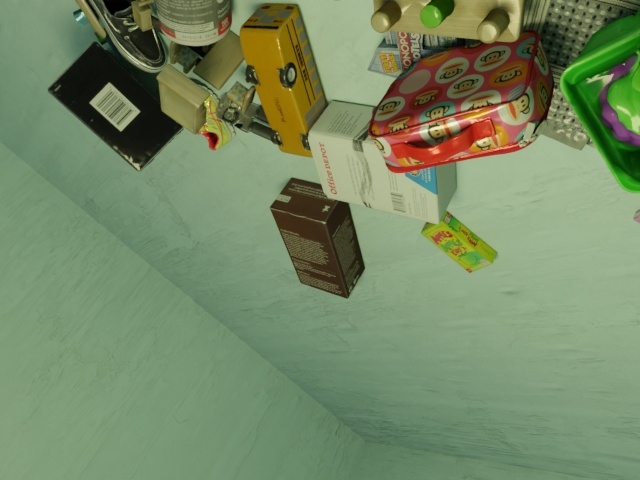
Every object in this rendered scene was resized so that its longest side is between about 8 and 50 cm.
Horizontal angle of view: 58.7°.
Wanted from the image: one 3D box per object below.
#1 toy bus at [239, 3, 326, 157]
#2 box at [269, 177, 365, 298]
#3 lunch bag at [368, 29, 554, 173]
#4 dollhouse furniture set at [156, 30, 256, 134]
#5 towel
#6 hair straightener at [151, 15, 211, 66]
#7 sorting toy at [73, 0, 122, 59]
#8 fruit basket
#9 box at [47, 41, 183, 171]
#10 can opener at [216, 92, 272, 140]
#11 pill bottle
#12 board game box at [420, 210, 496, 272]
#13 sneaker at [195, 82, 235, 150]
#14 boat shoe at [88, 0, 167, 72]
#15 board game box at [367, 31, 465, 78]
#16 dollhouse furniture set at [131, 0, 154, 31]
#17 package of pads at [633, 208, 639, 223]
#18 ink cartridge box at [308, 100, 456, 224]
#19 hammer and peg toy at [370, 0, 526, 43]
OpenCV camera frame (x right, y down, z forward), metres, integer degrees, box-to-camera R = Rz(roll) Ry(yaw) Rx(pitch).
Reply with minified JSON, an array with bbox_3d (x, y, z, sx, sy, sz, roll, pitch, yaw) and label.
[{"bbox_3d":[-0.073,-0.350,1.300,0.108,0.130,0.333,13,145,28],"label":"toy bus"},{"bbox_3d":[0.000,0.000,1.750,0.191,0.143,0.381,17,149,26],"label":"box"},{"bbox_3d":[0.232,-0.223,0.967,0.293,0.258,0.120,-7,132,36],"label":"lunch bag"},{"bbox_3d":[-0.250,-0.386,1.293,0.212,0.242,0.161,35,163,-4],"label":"dollhouse furniture set"},{"bbox_3d":[0.425,-0.300,0.984,0.312,0.056,0.324,24,150,15],"label":"towel"},{"bbox_3d":[-0.332,-0.471,1.406,0.230,0.089,0.047,40,156,-16],"label":"hair straightener"},{"bbox_3d":[-0.617,-0.607,1.427,0.196,0.047,0.348,52,171,47],"label":"sorting toy"},{"bbox_3d":[0.504,-0.201,0.689,0.283,0.392,0.392,46,148,-23],"label":"fruit basket"},{"bbox_3d":[-0.546,-0.362,1.562,0.296,0.183,0.294,45,180,-20],"label":"box"},{"bbox_3d":[-0.148,-0.308,1.518,0.283,0.076,0.095,25,-178,11],"label":"can opener"},{"bbox_3d":[-0.268,-0.555,1.147,0.161,0.161,0.283,25,150,12],"label":"pill bottle"},{"bbox_3d":[0.365,0.006,1.508,0.181,0.043,0.092,38,150,-10],"label":"board game box"},{"bbox_3d":[-0.318,-0.340,1.583,0.081,0.094,0.208,5,139,41],"label":"sneaker"},{"bbox_3d":[-0.474,-0.551,1.396,0.102,0.108,0.301,15,142,54],"label":"boat shoe"},{"bbox_3d":[0.176,-0.380,1.093,0.194,0.060,0.194,12,145,29],"label":"board game box"},{"bbox_3d":[-0.411,-0.614,1.300,0.161,0.101,0.182,51,155,17],"label":"dollhouse furniture set"},{"bbox_3d":[0.684,-0.042,1.149,0.083,0.032,0.050,30,153,4],"label":"package of pads"},{"bbox_3d":[0.150,-0.185,1.338,0.307,0.129,0.223,16,147,26],"label":"ink cartridge box"},{"bbox_3d":[0.145,-0.457,0.890,0.361,0.127,0.266,17,137,26],"label":"hammer and peg toy"}]
